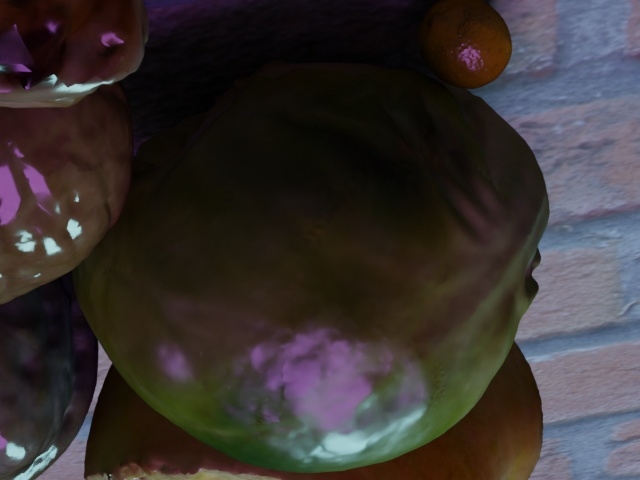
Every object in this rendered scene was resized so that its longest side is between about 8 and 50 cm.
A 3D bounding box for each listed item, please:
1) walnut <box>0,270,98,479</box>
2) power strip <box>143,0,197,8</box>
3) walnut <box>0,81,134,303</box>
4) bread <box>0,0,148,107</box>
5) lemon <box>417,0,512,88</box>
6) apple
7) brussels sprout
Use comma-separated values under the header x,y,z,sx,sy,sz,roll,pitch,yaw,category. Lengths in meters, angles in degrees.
x,y,z,sx,sy,sz,roll,pitch,yaw,category
-0.273,0.092,1.412,0.224,0.224,0.224,-7,153,-4,walnut
-0.068,-0.222,1.047,0.168,0.054,0.253,-6,153,-12,power strip
-0.221,-0.072,1.122,0.228,0.228,0.228,-7,153,-4,walnut
-0.255,-0.213,0.767,0.370,0.314,0.191,5,167,-29,bread
0.100,-0.135,1.258,0.062,0.062,0.083,-26,148,30,lemon
0.000,0.143,1.479,0.309,0.252,0.314,-8,-159,40,apple
0.000,0.000,1.259,0.344,0.344,0.268,-2,142,-15,brussels sprout
